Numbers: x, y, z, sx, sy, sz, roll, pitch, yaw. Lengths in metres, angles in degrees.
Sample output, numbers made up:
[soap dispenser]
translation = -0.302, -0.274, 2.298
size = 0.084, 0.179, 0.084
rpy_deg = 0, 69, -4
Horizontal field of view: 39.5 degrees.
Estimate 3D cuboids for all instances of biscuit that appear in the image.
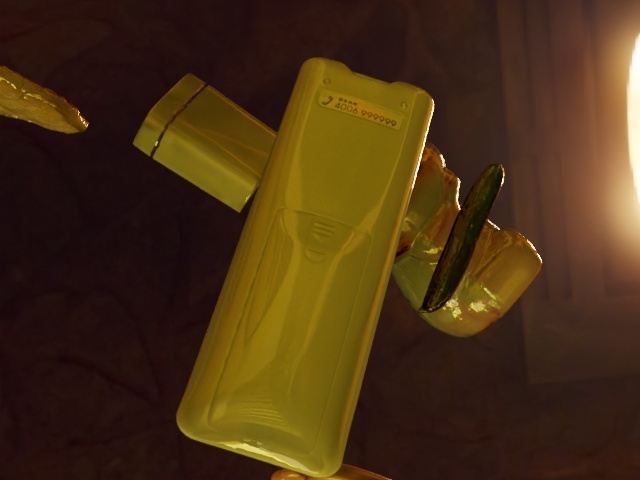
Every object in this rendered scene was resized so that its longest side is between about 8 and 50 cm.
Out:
[biscuit]
translation = -0.450, -0.209, 1.149
size = 0.141, 0.289, 0.038
rpy_deg = 105, -177, -72

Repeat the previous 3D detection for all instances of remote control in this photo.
[remote control]
translation = 0.000, 0.000, 0.578
size = 0.051, 0.103, 0.293
rpy_deg = 108, 179, -60

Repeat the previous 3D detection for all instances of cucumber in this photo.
[cucumber]
translation = 0.155, -0.001, 0.964
size = 0.184, 0.033, 0.036
rpy_deg = -66, -22, -9

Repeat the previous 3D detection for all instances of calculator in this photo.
[calculator]
translation = 0.030, 0.260, 0.916
size = 0.103, 0.165, 0.024
rpy_deg = 128, 158, -51

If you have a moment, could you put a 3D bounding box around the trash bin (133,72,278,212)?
[trash bin]
translation = -0.112, -0.103, 0.932
size = 0.059, 0.130, 0.116
rpy_deg = -53, 5, 38

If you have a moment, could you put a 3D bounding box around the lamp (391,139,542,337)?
[lamp]
translation = 0.091, -0.003, 1.118
size = 0.247, 0.301, 0.247
rpy_deg = -50, 11, 4
